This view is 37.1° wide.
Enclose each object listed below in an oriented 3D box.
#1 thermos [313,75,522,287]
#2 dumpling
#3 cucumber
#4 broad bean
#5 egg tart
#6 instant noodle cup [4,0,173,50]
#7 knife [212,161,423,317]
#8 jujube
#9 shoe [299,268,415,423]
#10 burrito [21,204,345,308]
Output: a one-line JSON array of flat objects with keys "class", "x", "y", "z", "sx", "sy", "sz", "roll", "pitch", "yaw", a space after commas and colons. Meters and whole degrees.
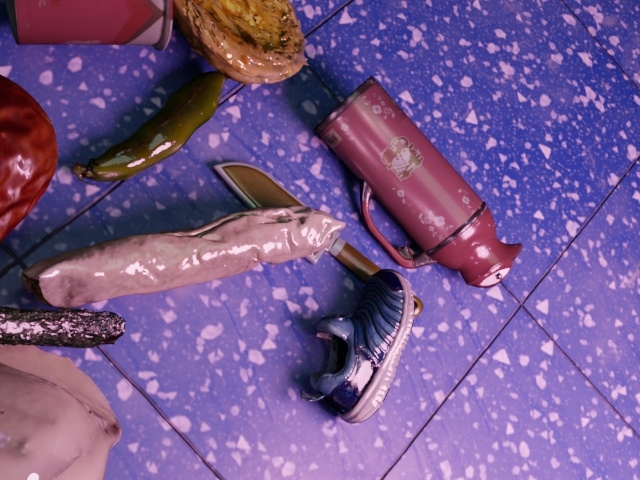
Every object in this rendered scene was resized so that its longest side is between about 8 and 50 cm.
[{"class": "thermos", "x": 0.132, "y": -0.059, "z": 1.307, "sx": 0.330, "sy": 0.109, "sz": 0.136, "roll": 48, "pitch": 59, "yaw": -4}, {"class": "dumpling", "x": -0.359, "y": 0.199, "z": 0.914, "sx": 0.315, "sy": 0.233, "sz": 0.395, "roll": 45, "pitch": 35, "yaw": 3}, {"class": "cucumber", "x": -0.319, "y": 0.091, "z": 1.011, "sx": 0.257, "sy": 0.043, "sz": 0.044, "roll": 10, "pitch": 60, "yaw": -48}, {"class": "broad bean", "x": -0.199, "y": -0.140, "z": 1.211, "sx": 0.065, "sy": 0.046, "sz": 0.254, "roll": 42, "pitch": 60, "yaw": 8}, {"class": "egg tart", "x": -0.128, "y": -0.299, "z": 1.254, "sx": 0.252, "sy": 0.098, "sz": 0.232, "roll": 47, "pitch": 36, "yaw": -13}, {"class": "instant noodle cup", "x": -0.290, "y": -0.335, "z": 1.145, "sx": 0.179, "sy": 0.235, "sz": 0.234, "roll": -12, "pitch": 77, "yaw": -18}, {"class": "knife", "x": -0.001, "y": 0.001, "z": 1.269, "sx": 0.343, "sy": 0.027, "sz": 0.061, "roll": 39, "pitch": 64, "yaw": -9}, {"class": "jujube", "x": -0.427, "y": -0.054, "z": 0.987, "sx": 0.223, "sy": 0.223, "sz": 0.318, "roll": 50, "pitch": 51, "yaw": -2}, {"class": "shoe", "x": 0.048, "y": 0.124, "z": 1.208, "sx": 0.106, "sy": 0.091, "sz": 0.207, "roll": 31, "pitch": 67, "yaw": -16}, {"class": "burrito", "x": -0.157, "y": 0.016, "z": 1.135, "sx": 0.392, "sy": 0.117, "sz": 0.076, "roll": -12, "pitch": 90, "yaw": -30}]
